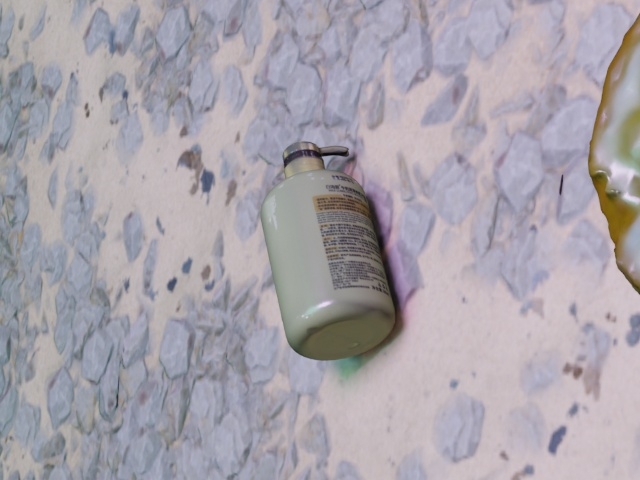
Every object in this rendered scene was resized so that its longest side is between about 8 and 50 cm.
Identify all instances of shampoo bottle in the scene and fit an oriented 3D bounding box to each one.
[{"bbox_3d":[0.000,0.000,1.300,0.079,0.079,0.162,-43,49,40],"label":"shampoo bottle"}]

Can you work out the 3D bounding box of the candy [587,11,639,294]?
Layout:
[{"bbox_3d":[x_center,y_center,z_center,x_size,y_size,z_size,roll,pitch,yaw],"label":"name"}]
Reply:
[{"bbox_3d":[0.253,-0.054,0.887,0.260,0.118,0.260,-17,59,31],"label":"candy"}]
